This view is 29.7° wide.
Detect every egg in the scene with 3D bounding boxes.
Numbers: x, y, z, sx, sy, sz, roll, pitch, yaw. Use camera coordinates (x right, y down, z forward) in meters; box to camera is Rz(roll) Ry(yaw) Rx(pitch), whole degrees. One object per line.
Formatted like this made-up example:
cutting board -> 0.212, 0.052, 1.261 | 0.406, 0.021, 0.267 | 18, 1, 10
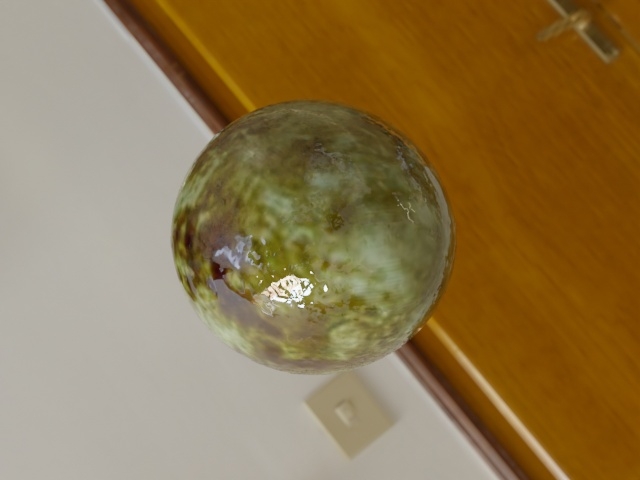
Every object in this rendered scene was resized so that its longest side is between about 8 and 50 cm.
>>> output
egg -> 0.000, 0.000, 1.029 | 0.238, 0.238, 0.289 | -36, -155, -17
